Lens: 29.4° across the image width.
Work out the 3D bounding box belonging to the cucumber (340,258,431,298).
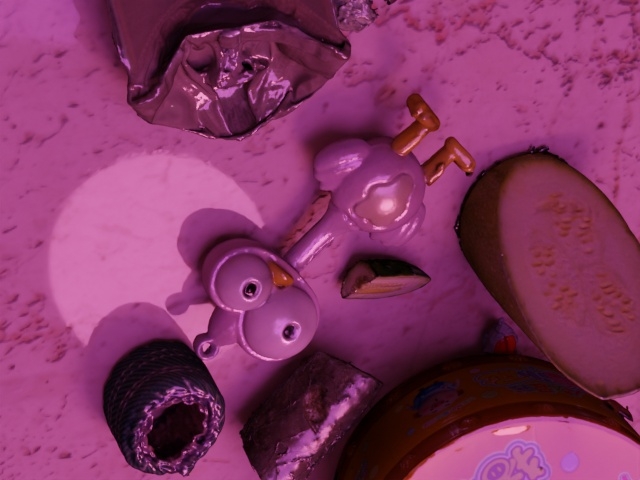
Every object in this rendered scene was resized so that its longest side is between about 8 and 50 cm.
[{"bbox_3d":[0.079,0.042,1.423,0.107,0.035,0.067,2,150,-42],"label":"cucumber"}]

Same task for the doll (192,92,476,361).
[{"bbox_3d":[-0.001,0.000,1.320,0.365,0.094,0.160,-45,126,1],"label":"doll"}]

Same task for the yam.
[{"bbox_3d":[-0.016,0.208,1.430,0.183,0.107,0.107,-47,129,1],"label":"yam"}]

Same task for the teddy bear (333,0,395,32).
[{"bbox_3d":[0.092,-0.290,1.192,0.213,0.111,0.133,-20,169,-8],"label":"teddy bear"}]

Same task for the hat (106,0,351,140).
[{"bbox_3d":[-0.096,-0.222,1.155,0.214,0.149,0.244,-12,88,-10],"label":"hat"}]

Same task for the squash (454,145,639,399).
[{"bbox_3d":[0.291,0.031,1.391,0.189,0.260,0.189,-12,124,-19],"label":"squash"}]

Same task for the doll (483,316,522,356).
[{"bbox_3d":[0.232,0.134,1.563,0.057,0.039,0.114,-3,132,4],"label":"doll"}]

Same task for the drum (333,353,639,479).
[{"bbox_3d":[0.229,0.360,1.495,0.431,0.214,0.430,-2,105,-6],"label":"drum"}]

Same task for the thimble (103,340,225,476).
[{"bbox_3d":[-0.173,0.186,1.341,0.119,0.090,0.135,11,115,-30],"label":"thimble"}]
